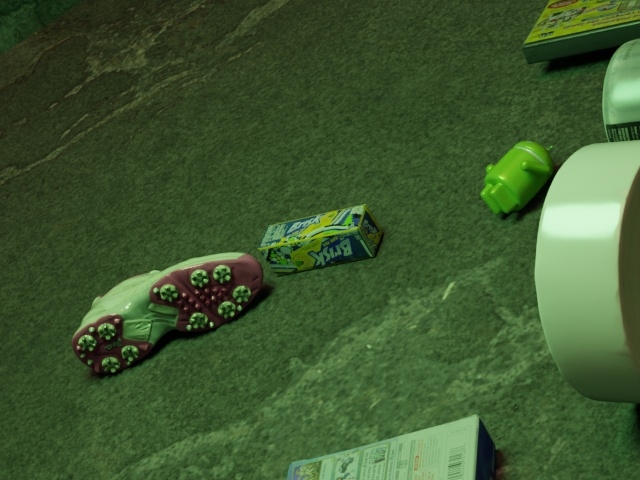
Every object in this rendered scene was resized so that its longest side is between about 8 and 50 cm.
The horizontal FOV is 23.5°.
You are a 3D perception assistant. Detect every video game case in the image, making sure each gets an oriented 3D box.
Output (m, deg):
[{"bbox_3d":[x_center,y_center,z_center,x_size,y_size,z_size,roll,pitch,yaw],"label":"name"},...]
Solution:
[{"bbox_3d":[0.460,-0.360,2.288,0.275,0.035,0.248,-8,31,33],"label":"video game case"},{"bbox_3d":[0.066,0.332,1.684,0.244,0.061,0.269,-17,35,22],"label":"video game case"}]

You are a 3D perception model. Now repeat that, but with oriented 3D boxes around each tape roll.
[{"bbox_3d":[0.344,0.032,1.643,0.100,0.286,0.286,-3,42,40],"label":"tape roll"}]

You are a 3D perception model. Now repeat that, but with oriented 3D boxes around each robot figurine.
[{"bbox_3d":[0.268,-0.087,2.077,0.115,0.067,0.101,-45,14,-20],"label":"robot figurine"}]

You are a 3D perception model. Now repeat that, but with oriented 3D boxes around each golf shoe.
[{"bbox_3d":[-0.224,0.078,2.247,0.306,0.115,0.140,-23,29,13],"label":"golf shoe"}]

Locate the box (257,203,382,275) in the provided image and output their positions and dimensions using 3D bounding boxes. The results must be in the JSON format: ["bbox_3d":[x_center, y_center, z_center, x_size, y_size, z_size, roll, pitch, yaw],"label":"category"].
[{"bbox_3d":[0.000,0.000,2.201,0.169,0.059,0.054,-11,38,30],"label":"box"}]

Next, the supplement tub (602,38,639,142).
[{"bbox_3d":[0.518,-0.169,1.852,0.316,0.193,0.193,-5,41,36],"label":"supplement tub"}]
